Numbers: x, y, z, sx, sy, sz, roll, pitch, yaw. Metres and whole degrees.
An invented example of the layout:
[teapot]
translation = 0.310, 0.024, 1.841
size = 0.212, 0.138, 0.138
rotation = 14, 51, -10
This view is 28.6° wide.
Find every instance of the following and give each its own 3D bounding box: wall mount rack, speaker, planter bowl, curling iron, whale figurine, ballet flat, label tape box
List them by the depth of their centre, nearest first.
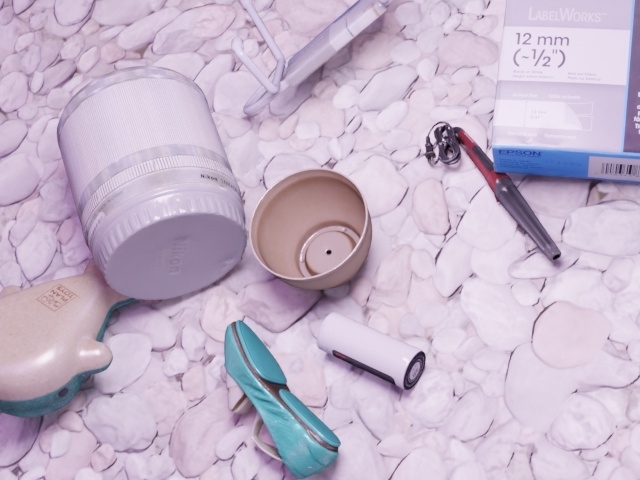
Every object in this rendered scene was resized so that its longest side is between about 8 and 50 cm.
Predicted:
[speaker]
translation = 0.064, 0.139, 1.602
size = 0.136, 0.055, 0.055
rotation = 23, 74, 28
[ballet flat]
translation = -0.072, 0.208, 1.604
size = 0.087, 0.083, 0.247
rotation = -47, 56, 9
[label tape box]
translation = 0.360, -0.256, 1.616
size = 0.249, 0.115, 0.348
rotation = 5, 77, 13
[curling iron]
translation = 0.228, -0.064, 1.658
size = 0.068, 0.035, 0.274
rotation = -37, 57, -4
[planter bowl]
translation = 0.000, 0.000, 1.664
size = 0.162, 0.109, 0.162
rotation = -9, 61, 16
[whale figurine]
translation = -0.362, 0.134, 1.735
size = 0.216, 0.141, 0.272
rotation = 27, 51, 29
[wall mount rack]
translation = -0.012, -0.348, 1.818
size = 0.350, 0.130, 0.304
rotation = -38, 18, 15

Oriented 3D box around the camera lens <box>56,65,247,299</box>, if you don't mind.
[camera lens]
translation = -0.233, -0.085, 1.727
size = 0.219, 0.219, 0.274
rotation = -25, 58, 6
